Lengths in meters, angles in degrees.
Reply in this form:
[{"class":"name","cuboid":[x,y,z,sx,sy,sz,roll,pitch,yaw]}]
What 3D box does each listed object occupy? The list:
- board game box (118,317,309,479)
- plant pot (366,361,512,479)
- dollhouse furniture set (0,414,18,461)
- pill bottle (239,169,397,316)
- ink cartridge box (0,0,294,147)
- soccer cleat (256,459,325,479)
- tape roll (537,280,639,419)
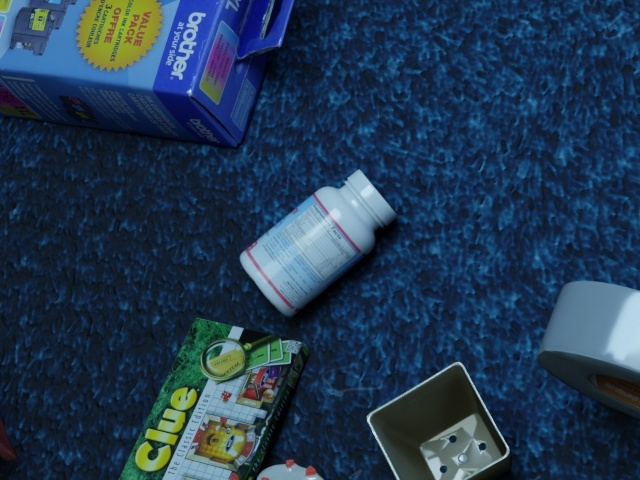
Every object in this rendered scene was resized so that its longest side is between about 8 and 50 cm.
[{"class":"board game box","cuboid":[-0.120,0.206,1.776,0.136,0.030,0.260,9,60,26]},{"class":"plant pot","cuboid":[0.126,0.202,1.672,0.109,0.096,0.109,-31,61,6]},{"class":"dollhouse furniture set","cuboid":[-0.500,0.141,1.939,0.201,0.152,0.374,-35,44,6]},{"class":"pill bottle","cuboid":[0.000,0.000,1.809,0.160,0.087,0.087,-40,61,2]},{"class":"ink cartridge box","cuboid":[-0.195,-0.268,1.962,0.395,0.151,0.270,10,73,23]},{"class":"soccer cleat","cuboid":[0.007,0.286,1.708,0.068,0.076,0.196,-32,39,-32]},{"class":"tape roll","cuboid":[0.310,0.115,1.565,0.219,0.219,0.072,18,76,26]}]
